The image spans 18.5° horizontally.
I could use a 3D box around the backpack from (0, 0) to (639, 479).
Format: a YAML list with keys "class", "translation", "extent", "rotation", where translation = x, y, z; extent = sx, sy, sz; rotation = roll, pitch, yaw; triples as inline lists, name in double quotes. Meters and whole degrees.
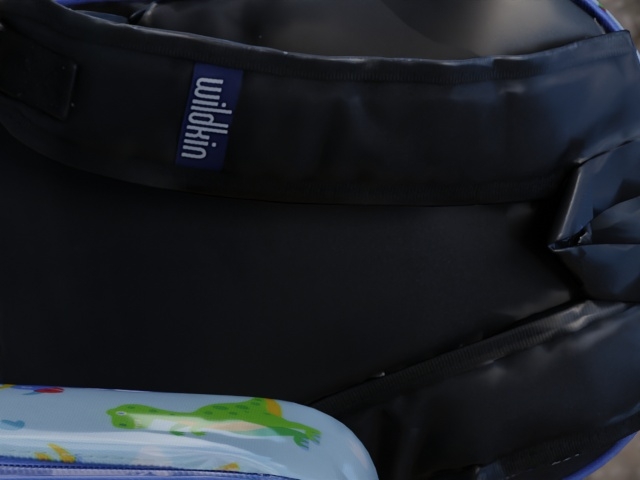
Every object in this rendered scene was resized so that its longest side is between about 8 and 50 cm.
- class: "backpack"
  translation: [0.000, 0.000, 0.758]
  extent: [0.213, 0.263, 0.276]
  rotation: [-97, 180, -70]

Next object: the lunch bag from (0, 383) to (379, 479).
- class: "lunch bag"
  translation: [-0.072, 0.147, 0.483]
  extent: [0.090, 0.176, 0.219]
  rotation: [-87, -179, -77]
